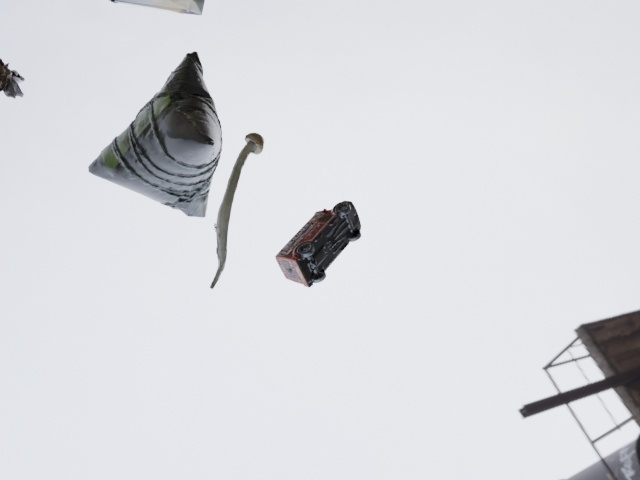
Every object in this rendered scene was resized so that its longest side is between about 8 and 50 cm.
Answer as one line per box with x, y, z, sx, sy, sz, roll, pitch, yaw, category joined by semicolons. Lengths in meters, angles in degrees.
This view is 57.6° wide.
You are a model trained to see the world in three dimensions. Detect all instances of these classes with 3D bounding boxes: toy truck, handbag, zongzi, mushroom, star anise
0.000;0.000;1.534;0.114;0.107;0.252;10;-134;41;toy truck
-0.284;-0.434;0.968;0.173;0.095;0.117;-1;-150;-34;handbag
-0.328;-0.205;1.351;0.319;0.383;0.362;16;-154;-30;zongzi
-0.156;-0.066;1.035;0.043;0.068;0.306;-2;-117;35;mushroom
-0.712;-0.354;1.285;0.056;0.124;0.129;-26;-131;18;star anise
